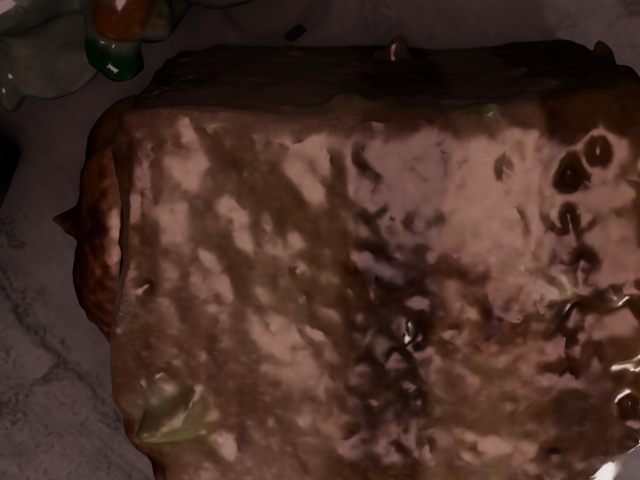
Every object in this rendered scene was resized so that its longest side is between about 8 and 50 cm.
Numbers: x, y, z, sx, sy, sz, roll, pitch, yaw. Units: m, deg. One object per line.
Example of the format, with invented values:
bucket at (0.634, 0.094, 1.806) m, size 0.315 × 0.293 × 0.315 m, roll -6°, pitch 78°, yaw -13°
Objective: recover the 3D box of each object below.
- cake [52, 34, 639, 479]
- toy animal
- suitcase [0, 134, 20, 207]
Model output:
cake at (0.000, 0.000, 0.465) m, size 0.293 × 0.198 × 0.196 m, roll 2°, pitch 112°, yaw 3°
toy animal at (-0.078, -0.154, 0.458) m, size 0.236 × 0.108 × 0.138 m, roll -26°, pitch 76°, yaw 6°
suitcase at (-0.325, 0.054, 0.485) m, size 0.230 × 0.152 × 0.335 m, roll 24°, pitch 91°, yaw -7°
